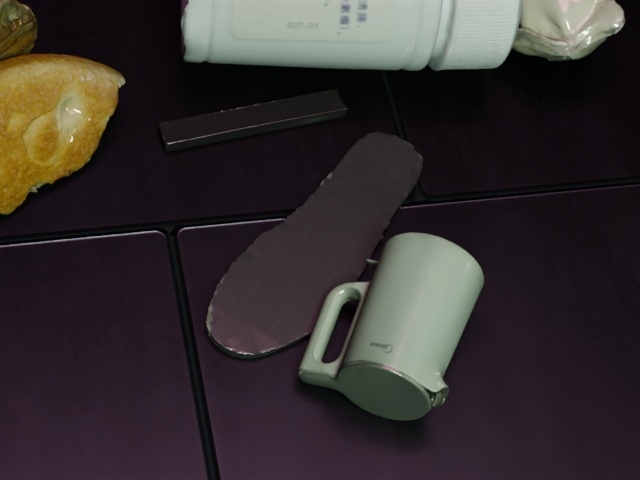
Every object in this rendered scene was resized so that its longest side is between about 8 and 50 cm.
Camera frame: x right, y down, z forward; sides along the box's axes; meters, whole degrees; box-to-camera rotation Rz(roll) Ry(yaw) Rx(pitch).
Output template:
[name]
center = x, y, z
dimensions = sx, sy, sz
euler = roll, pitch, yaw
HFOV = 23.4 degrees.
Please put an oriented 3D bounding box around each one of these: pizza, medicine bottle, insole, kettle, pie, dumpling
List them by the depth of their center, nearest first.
[kettle]
center = 0.067, 0.073, 1.382
dimensions = 0.126, 0.098, 0.148
euler = 27, 58, -3
[pie]
center = -0.342, -0.165, 1.431
dimensions = 0.195, 0.195, 0.046
euler = -33, 83, -26
[pizza]
center = -0.292, -0.100, 1.441
dimensions = 0.056, 0.134, 0.271
euler = 20, 47, 41
[insole]
center = 0.000, 0.000, 1.474
dimensions = 0.110, 0.012, 0.309
euler = 30, 56, 11
[medicine bottle]
center = 0.025, -0.268, 1.557
dimensions = 0.332, 0.190, 0.190
euler = 2, 55, -7
[dumpling]
center = 0.238, -0.247, 1.626
dimensions = 0.136, 0.118, 0.199
euler = -28, 35, -9

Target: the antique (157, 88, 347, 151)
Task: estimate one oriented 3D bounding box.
[antique]
center = -0.068, -0.121, 1.548
dimensions = 0.192, 0.015, 0.031
euler = -12, 56, -17
